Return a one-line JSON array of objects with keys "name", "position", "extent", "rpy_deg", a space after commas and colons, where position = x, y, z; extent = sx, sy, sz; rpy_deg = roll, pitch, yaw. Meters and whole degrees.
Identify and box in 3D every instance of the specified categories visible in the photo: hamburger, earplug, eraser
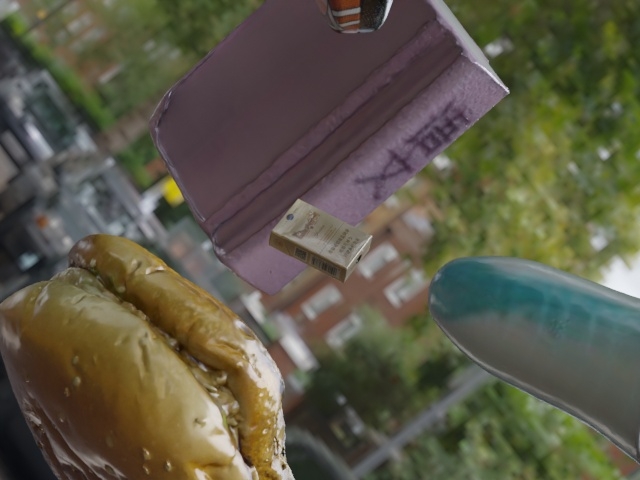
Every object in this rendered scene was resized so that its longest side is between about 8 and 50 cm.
[{"name": "hamburger", "position": [-0.142, 0.148, 1.485], "extent": [0.314, 0.170, 0.290], "rpy_deg": [33, -28, 37]}, {"name": "earplug", "position": [0.267, 0.107, 1.978], "extent": [0.324, 0.185, 0.185], "rpy_deg": [24, -20, 30]}, {"name": "eraser", "position": [-0.003, -0.152, 1.963], "extent": [0.122, 0.359, 0.272], "rpy_deg": [33, 22, -53]}]

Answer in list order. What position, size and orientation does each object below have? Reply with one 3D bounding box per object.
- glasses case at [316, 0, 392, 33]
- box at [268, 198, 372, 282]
[{"name": "glasses case", "position": [0.017, -0.247, 1.022], "extent": [0.103, 0.067, 0.267], "rpy_deg": [-102, -172, -54]}, {"name": "box", "position": [0.000, 0.000, 1.650], "extent": [0.083, 0.053, 0.024], "rpy_deg": [26, -41, 16]}]
